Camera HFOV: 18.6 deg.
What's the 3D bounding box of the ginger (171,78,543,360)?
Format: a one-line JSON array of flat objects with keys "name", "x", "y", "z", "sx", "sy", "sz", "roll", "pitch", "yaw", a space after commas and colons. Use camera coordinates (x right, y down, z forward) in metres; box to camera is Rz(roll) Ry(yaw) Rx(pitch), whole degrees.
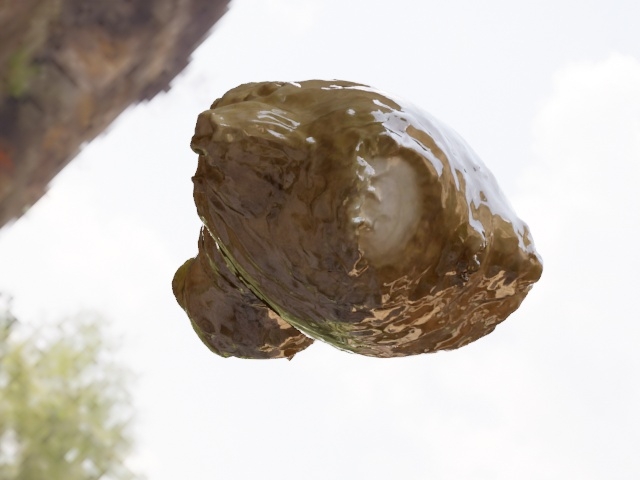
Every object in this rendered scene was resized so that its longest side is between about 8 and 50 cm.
[{"name": "ginger", "x": 0.008, "y": 0.002, "z": 0.534, "sx": 0.096, "sy": 0.067, "sz": 0.165, "roll": 18, "pitch": -17, "yaw": -2}]
